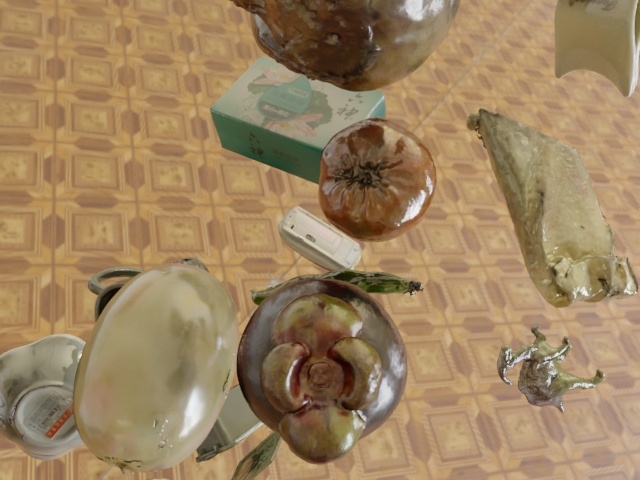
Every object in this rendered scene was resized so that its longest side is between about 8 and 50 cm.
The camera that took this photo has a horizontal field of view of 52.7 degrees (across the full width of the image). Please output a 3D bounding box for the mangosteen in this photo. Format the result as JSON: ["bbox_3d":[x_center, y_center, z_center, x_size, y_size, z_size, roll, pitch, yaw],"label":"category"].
[{"bbox_3d":[0.001,0.138,0.735,0.210,0.210,0.210,12,49,-14],"label":"mangosteen"}]

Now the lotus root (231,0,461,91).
[{"bbox_3d":[0.013,-0.272,0.630,0.272,0.272,0.192,23,48,-4],"label":"lotus root"}]

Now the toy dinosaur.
[{"bbox_3d":[0.498,0.284,1.423,0.294,0.162,0.077,40,5,-19],"label":"toy dinosaur"}]

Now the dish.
[{"bbox_3d":[-0.441,0.273,1.061,0.229,0.229,0.081,6,10,-19],"label":"dish"}]

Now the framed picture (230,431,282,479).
[{"bbox_3d":[-0.165,0.563,1.646,0.010,0.231,0.173,41,24,-5],"label":"framed picture"}]

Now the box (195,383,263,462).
[{"bbox_3d":[-0.264,0.500,1.816,0.243,0.163,0.135,-21,80,-56],"label":"box"}]

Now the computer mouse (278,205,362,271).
[{"bbox_3d":[-0.001,0.001,1.466,0.199,0.045,0.102,31,58,-2],"label":"computer mouse"}]

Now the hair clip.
[{"bbox_3d":[0.488,-0.403,1.075,0.113,0.282,0.172,13,18,-34],"label":"hair clip"}]

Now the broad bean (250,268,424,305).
[{"bbox_3d":[0.026,0.078,1.109,0.298,0.043,0.060,-7,56,5],"label":"broad bean"}]

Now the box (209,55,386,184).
[{"bbox_3d":[-0.033,-0.193,1.045,0.245,0.092,0.153,22,58,22],"label":"box"}]

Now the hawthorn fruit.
[{"bbox_3d":[0.079,-0.078,0.787,0.149,0.149,0.189,41,34,12],"label":"hawthorn fruit"}]

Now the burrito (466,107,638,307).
[{"bbox_3d":[0.363,-0.055,1.014,0.175,0.107,0.347,-12,73,-32],"label":"burrito"}]

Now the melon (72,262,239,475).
[{"bbox_3d":[-0.240,0.187,0.964,0.223,0.223,0.317,18,62,-9],"label":"melon"}]

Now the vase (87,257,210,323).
[{"bbox_3d":[-0.363,0.122,1.422,0.251,0.156,0.301,29,22,9],"label":"vase"}]

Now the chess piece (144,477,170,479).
[{"bbox_3d":[-0.297,0.677,1.273,0.117,0.117,0.397,-8,49,-28],"label":"chess piece"}]

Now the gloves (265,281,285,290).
[{"bbox_3d":[-0.142,0.148,2.038,0.064,0.086,0.026,-22,95,-45],"label":"gloves"}]
